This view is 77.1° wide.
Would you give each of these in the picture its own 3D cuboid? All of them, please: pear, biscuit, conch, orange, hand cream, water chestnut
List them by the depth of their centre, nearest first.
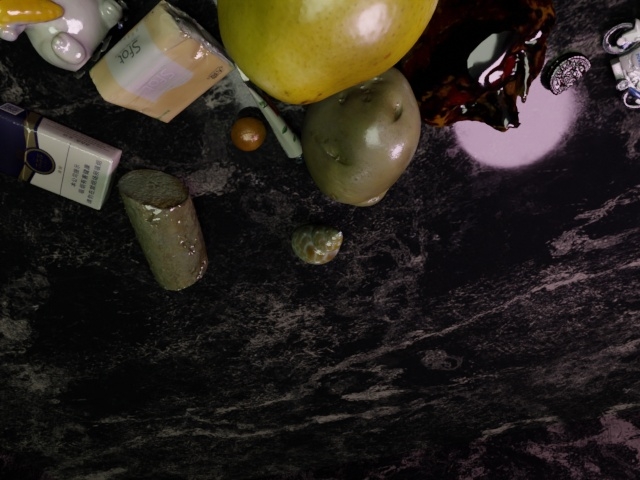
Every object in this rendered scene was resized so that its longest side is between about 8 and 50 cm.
[{"bbox_3d":[0.008,-0.429,0.634,0.363,0.362,0.418,27,105,-20],"label":"pear"},{"bbox_3d":[0.292,-0.346,0.768,0.290,0.244,0.289,2,134,2],"label":"water chestnut"},{"bbox_3d":[0.550,-0.371,0.893,0.089,0.027,0.087,-13,126,8],"label":"biscuit"},{"bbox_3d":[-0.103,-0.276,0.923,0.050,0.080,0.234,-28,128,14],"label":"hand cream"},{"bbox_3d":[-0.167,-0.249,0.938,0.085,0.085,0.084,-1,127,-1],"label":"orange"},{"bbox_3d":[-0.008,0.012,1.123,0.173,0.106,0.116,-3,110,18],"label":"conch"}]

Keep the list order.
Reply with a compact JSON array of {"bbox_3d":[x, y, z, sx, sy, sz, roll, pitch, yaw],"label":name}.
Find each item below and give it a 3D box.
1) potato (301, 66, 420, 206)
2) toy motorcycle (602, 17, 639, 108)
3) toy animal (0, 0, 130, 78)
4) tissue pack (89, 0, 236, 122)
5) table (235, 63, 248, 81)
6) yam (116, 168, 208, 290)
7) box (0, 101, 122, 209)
[{"bbox_3d":[0.075,-0.211,0.859,0.243,0.221,0.326,38,158,1],"label":"potato"},{"bbox_3d":[0.710,-0.382,0.852,0.150,0.102,0.221,-19,125,38],"label":"toy motorcycle"},{"bbox_3d":[-0.512,-0.454,0.683,0.183,0.247,0.310,-43,134,8],"label":"toy animal"},{"bbox_3d":[-0.309,-0.344,0.803,0.222,0.186,0.090,-27,79,19],"label":"tissue pack"},{"bbox_3d":[-0.133,-0.381,0.829,0.079,0.083,0.062,-15,127,8],"label":"table"},{"bbox_3d":[-0.397,-0.028,1.041,0.168,0.168,0.304,-2,128,0],"label":"yam"},{"bbox_3d":[-0.635,-0.196,0.962,0.260,0.071,0.168,22,124,-18],"label":"box"}]
